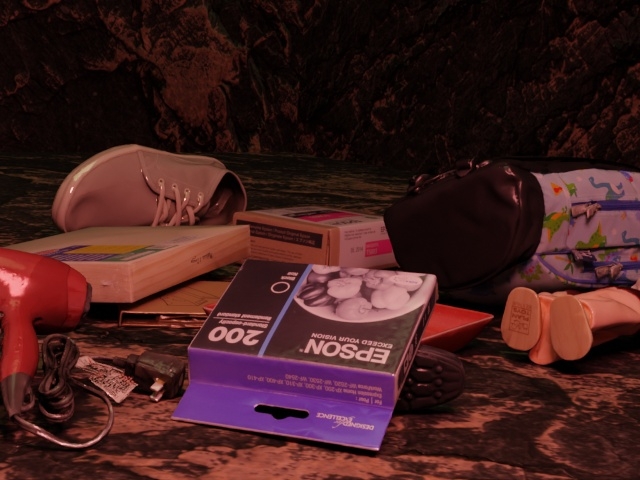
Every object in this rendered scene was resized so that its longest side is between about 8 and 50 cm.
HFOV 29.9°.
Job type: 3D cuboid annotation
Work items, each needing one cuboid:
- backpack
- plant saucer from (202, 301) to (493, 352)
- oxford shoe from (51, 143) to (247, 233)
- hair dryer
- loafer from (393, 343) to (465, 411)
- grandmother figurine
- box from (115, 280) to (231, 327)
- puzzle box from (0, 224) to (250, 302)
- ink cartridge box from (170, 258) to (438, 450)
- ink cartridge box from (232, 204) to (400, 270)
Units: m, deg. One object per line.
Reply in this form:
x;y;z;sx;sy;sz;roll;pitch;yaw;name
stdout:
0.324;-0.013;1.709;0.356;0.273;0.290;-18;-2;-36;backpack
0.036;0.104;1.422;0.258;0.047;0.259;10;9;32;plant saucer
-0.283;-0.074;2.114;0.130;0.169;0.449;33;21;28;oxford shoe
-0.274;0.073;1.113;0.294;0.080;0.223;27;13;15;hair dryer
0.033;0.123;1.199;0.223;0.076;0.078;2;18;8;loafer
0.365;0.094;1.509;0.342;0.104;0.208;-1;15;-46;grandmother figurine
-0.183;0.081;1.552;0.165;0.021;0.201;2;10;-12;box
-0.293;0.026;1.654;0.272;0.052;0.409;0;7;18;puzzle box
-0.013;0.099;1.133;0.206;0.045;0.208;5;38;19;ink cartridge box
0.000;0.000;1.949;0.193;0.088;0.235;9;9;33;ink cartridge box
